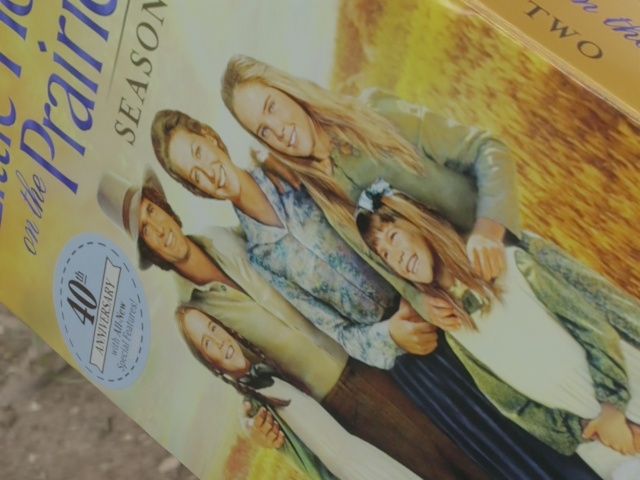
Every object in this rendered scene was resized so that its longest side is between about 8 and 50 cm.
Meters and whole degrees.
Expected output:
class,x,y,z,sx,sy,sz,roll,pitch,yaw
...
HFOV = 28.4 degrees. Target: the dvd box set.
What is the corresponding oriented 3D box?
class,x,y,z,sx,sy,sz,roll,pitch,yaw
dvd box set,0.000,0.000,0.482,0.420,0.062,0.307,39,138,14
